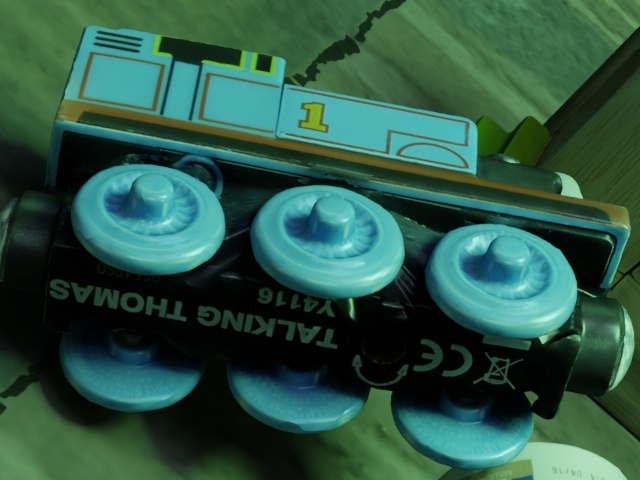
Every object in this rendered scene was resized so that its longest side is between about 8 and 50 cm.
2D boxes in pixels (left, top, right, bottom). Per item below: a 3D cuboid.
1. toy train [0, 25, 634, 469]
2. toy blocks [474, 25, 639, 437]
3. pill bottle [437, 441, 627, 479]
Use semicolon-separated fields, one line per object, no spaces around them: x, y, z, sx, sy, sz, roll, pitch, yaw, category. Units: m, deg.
0.000;0.000;0.570;0.184;0.080;0.105;10;41;-3;toy train
0.239;0.004;0.680;0.381;0.261;0.191;41;35;-2;toy blocks
0.065;0.122;0.553;0.067;0.067;0.120;24;39;-25;pill bottle
